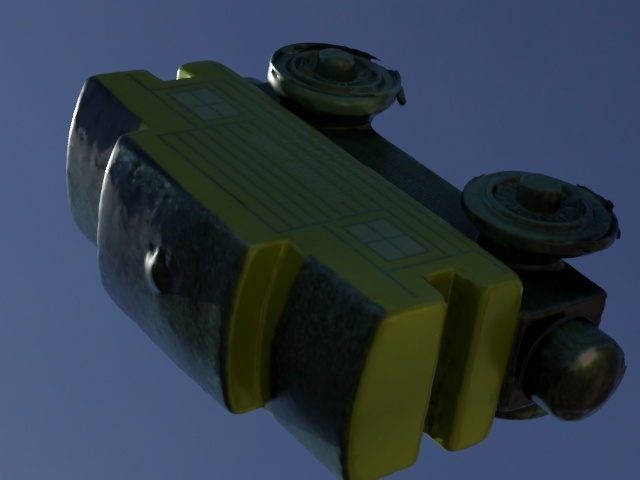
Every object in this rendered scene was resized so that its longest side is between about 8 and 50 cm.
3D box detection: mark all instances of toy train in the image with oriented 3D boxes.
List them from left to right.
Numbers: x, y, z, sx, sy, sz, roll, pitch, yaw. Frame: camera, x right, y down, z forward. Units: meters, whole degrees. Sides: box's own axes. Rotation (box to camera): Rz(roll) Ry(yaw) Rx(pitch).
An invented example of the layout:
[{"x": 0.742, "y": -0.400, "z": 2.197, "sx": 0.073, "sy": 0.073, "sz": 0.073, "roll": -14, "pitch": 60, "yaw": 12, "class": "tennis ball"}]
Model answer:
[{"x": 0.000, "y": 0.000, "z": 1.067, "sx": 0.272, "sy": 0.442, "sz": 0.179, "roll": -13, "pitch": -55, "yaw": -35, "class": "toy train"}]
